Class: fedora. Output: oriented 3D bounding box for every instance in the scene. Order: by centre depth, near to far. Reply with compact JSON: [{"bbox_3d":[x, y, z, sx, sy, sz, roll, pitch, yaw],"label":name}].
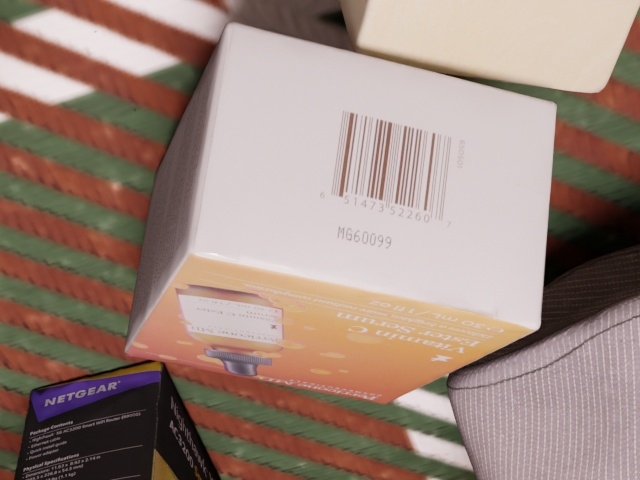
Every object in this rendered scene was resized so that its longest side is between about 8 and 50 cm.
[{"bbox_3d":[0.157,0.072,0.581,0.276,0.244,0.124,-25,95,17],"label":"fedora"}]

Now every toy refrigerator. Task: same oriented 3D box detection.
[{"bbox_3d":[0.084,-0.192,0.430,0.102,0.094,0.269,6,128,-12],"label":"toy refrigerator"}]

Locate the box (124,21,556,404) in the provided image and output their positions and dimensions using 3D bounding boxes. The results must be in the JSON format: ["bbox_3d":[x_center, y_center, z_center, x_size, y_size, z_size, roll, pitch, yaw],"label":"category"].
[{"bbox_3d":[0.000,0.000,0.519,0.130,0.091,0.170,12,161,-12],"label":"box"}]

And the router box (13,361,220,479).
[{"bbox_3d":[-0.072,0.257,0.662,0.081,0.243,0.308,-15,127,7],"label":"router box"}]
